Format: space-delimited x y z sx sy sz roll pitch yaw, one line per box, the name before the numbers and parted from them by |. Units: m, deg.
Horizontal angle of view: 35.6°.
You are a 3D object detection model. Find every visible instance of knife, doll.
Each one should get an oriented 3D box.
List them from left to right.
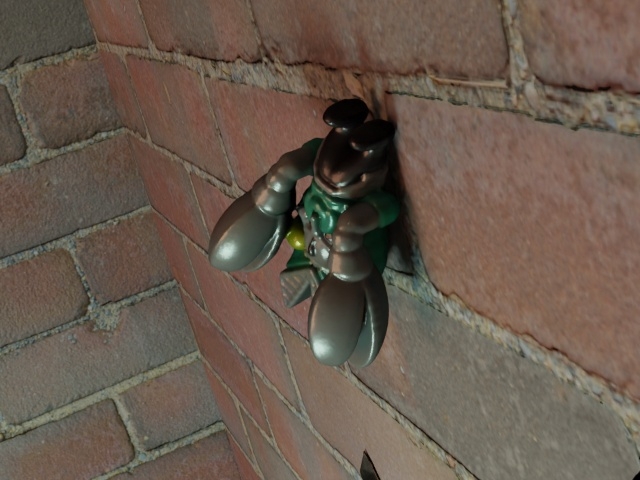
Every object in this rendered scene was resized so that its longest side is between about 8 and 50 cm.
doll | -0.013 -0.008 0.935 0.195 0.153 0.258 23 129 50
knife | 0.096 0.388 1.317 0.060 0.028 0.230 -31 77 61

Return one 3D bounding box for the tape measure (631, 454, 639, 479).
tape measure | 0.221 0.157 0.461 0.186 0.112 0.199 55 160 35
